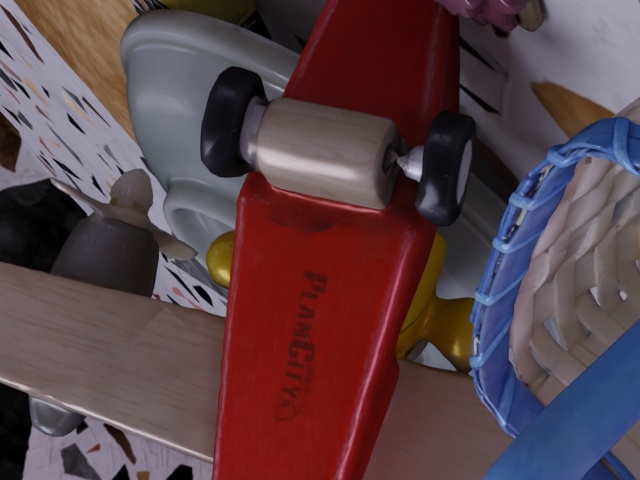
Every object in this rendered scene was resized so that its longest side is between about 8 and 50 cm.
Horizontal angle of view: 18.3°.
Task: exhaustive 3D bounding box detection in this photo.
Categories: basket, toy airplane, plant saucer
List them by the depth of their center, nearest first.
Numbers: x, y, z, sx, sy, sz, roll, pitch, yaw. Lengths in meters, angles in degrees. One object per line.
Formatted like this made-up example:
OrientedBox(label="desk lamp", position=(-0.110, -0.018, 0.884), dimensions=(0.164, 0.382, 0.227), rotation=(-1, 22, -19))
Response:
OrientedBox(label="basket", position=(0.142, 0.063, 0.780), dimensions=(0.201, 0.289, 0.255), rotation=(44, 155, 18))
OrientedBox(label="toy airplane", position=(0.007, 0.083, 1.154), dimensions=(0.386, 0.384, 0.272), rotation=(56, -164, 1))
OrientedBox(label="plant saucer", position=(0.000, 0.000, 1.407), dimensions=(0.400, 0.100, 0.400), rotation=(33, 165, 10))

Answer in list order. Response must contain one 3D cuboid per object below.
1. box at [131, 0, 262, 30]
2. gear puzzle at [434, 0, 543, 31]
OrientedBox(label="box", position=(-0.113, -0.217, 1.329), dimensions=(0.087, 0.058, 0.232), rotation=(39, 166, 28))
OrientedBox(label="gear puzzle", position=(-0.027, -0.227, 1.041), dimensions=(0.339, 0.044, 0.175), rotation=(39, 166, 32))
